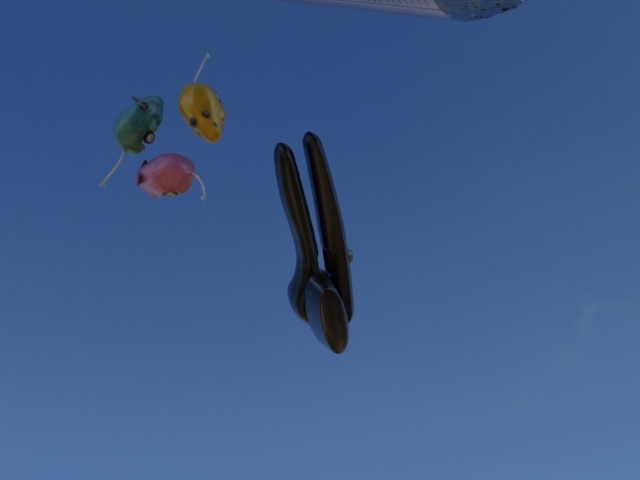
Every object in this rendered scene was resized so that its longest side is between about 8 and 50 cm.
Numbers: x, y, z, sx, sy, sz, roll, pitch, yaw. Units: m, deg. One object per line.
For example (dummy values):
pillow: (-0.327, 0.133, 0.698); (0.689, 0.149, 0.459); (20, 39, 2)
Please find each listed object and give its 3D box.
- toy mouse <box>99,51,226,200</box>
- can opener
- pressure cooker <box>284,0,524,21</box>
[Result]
toy mouse: (-0.154, -0.090, 0.743); (0.143, 0.161, 0.031); (-25, -30, 13)
can opener: (0.000, 0.000, 0.657); (0.059, 0.073, 0.186); (-23, -61, -29)
pressure cooker: (-0.032, -0.350, 0.546); (0.420, 0.375, 0.370); (13, -51, 25)
